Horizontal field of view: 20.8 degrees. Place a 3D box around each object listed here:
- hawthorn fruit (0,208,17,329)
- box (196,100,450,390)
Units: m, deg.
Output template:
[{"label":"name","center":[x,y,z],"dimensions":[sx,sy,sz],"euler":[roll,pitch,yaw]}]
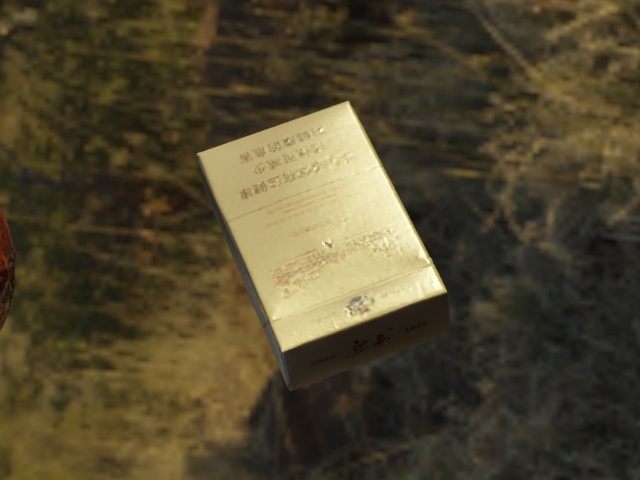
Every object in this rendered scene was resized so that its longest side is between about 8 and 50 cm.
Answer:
[{"label":"hawthorn fruit","center":[-0.288,0.024,1.148],"dimensions":[0.179,0.173,0.173],"euler":[-36,-30,-50]},{"label":"box","center":[0.000,0.000,0.530],"dimensions":[0.024,0.053,0.083],"euler":[81,168,-55]}]
